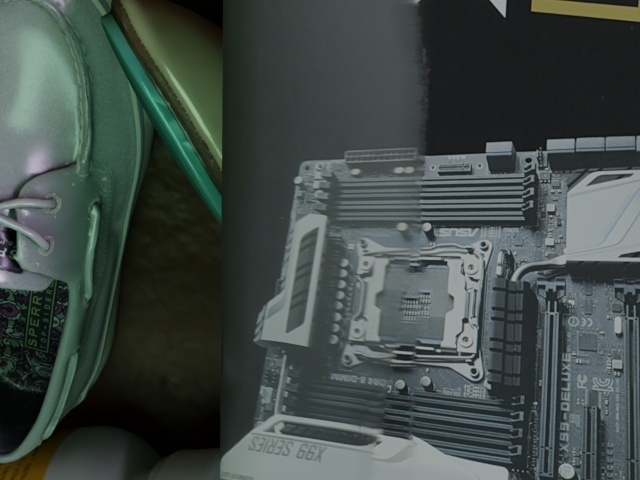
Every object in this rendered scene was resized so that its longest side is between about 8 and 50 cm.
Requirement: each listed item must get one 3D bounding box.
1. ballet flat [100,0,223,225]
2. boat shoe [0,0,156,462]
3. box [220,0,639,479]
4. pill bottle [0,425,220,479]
[{"bbox_3d":[0.000,0.000,0.628,0.086,0.086,0.248,-11,122,21],"label":"ballet flat"},{"bbox_3d":[-0.113,-0.006,0.641,0.079,0.081,0.227,12,126,6],"label":"boat shoe"},{"bbox_3d":[0.088,-0.024,0.482,0.243,0.076,0.307,11,108,30],"label":"box"},{"bbox_3d":[-0.129,0.143,0.727,0.208,0.117,0.117,-8,122,19],"label":"pill bottle"}]
